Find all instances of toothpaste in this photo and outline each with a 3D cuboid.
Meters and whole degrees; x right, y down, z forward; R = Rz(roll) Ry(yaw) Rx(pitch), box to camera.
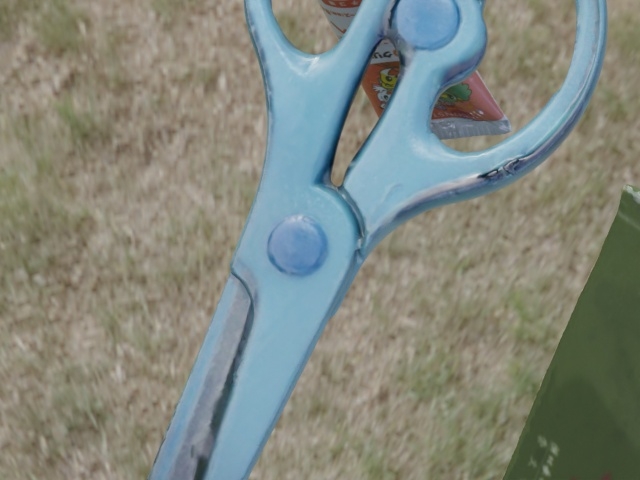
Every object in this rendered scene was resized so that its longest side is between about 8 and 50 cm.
[{"bbox_3d":[0.043,-0.134,1.018,0.089,0.234,0.057,-2,58,26],"label":"toothpaste"}]

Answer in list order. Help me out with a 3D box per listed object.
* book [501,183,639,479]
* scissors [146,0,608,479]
[{"bbox_3d":[0.155,0.130,0.509,0.026,0.201,0.289,6,22,-38],"label":"book"},{"bbox_3d":[0.000,0.000,0.795,0.180,0.032,0.392,24,90,12],"label":"scissors"}]
